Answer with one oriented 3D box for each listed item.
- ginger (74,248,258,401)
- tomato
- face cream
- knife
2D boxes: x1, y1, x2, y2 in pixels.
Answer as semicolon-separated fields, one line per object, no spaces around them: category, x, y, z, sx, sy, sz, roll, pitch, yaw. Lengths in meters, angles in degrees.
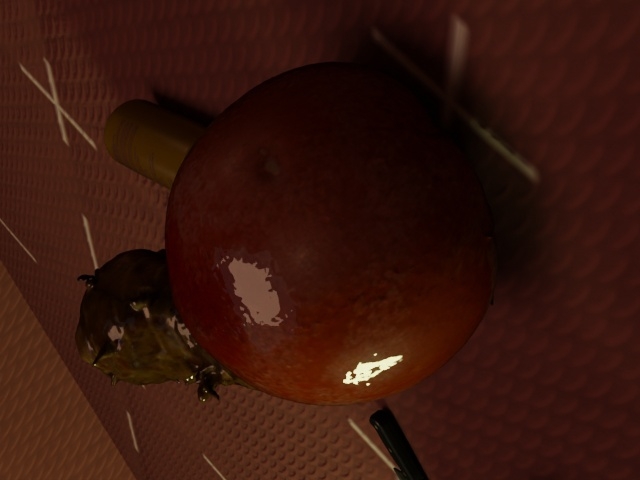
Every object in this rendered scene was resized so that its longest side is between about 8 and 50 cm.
ginger;-0.109;0.080;1.506;0.418;0.254;0.176;10;126;55
tomato;0.000;0.000;1.117;0.265;0.265;0.265;45;157;25
face cream;-0.135;-0.085;1.519;0.273;0.078;0.078;26;145;52
knife;0.109;0.286;1.641;0.245;0.019;0.072;61;160;-20
